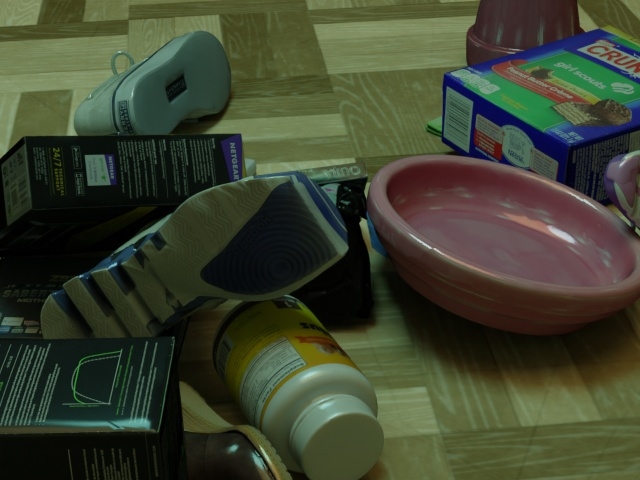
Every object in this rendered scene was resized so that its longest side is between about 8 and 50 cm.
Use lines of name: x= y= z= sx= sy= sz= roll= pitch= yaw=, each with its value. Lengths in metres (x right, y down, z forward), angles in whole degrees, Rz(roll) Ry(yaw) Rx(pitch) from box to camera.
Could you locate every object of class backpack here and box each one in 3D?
backpack: x=0.000 y=0.000 z=1.585 sx=0.115 sy=0.152 sz=0.182 roll=-5 pitch=22 yaw=2

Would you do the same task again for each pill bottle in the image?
pill bottle: x=-0.020 y=0.146 z=1.328 sx=0.117 sy=0.117 sz=0.215 roll=-12 pitch=30 yaw=-20

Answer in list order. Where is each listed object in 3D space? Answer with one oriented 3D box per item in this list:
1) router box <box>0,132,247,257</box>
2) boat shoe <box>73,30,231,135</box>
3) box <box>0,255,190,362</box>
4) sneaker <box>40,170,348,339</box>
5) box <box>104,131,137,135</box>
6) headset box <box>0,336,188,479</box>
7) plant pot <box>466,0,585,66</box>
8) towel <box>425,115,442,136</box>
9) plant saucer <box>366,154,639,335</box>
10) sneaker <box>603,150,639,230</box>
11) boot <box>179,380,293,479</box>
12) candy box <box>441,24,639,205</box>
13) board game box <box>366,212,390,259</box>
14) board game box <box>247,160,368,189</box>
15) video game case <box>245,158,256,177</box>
router box: x=-0.253 y=-0.047 z=1.534 sx=0.242 sy=0.081 sz=0.309 roll=-3 pitch=-9 yaw=-28
boat shoe: x=-0.259 y=-0.212 z=2.008 sx=0.156 sy=0.136 sz=0.367 roll=-7 pitch=21 yaw=22
box: x=-0.265 y=0.084 z=1.518 sx=0.232 sy=0.059 sz=0.183 roll=1 pitch=27 yaw=4
sneaker: x=-0.125 y=0.011 z=1.384 sx=0.315 sy=0.127 sz=0.182 roll=-26 pitch=12 yaw=17
box: x=-0.252 y=-0.092 z=1.638 sx=0.225 sy=0.037 sz=0.136 roll=-11 pitch=-9 yaw=32
headset box: x=-0.251 y=0.214 z=1.079 sx=0.283 sy=0.246 sz=0.131 roll=-2 pitch=29 yaw=1
plant pot: x=0.340 y=-0.375 z=2.223 sx=0.201 sy=0.180 sz=0.201 roll=0 pitch=28 yaw=0
towel: x=0.246 y=-0.179 z=2.026 sx=0.152 sy=0.023 sz=0.113 roll=-24 pitch=35 yaw=-36
plant saucer: x=0.208 y=0.008 z=1.553 sx=0.332 sy=0.084 sz=0.332 roll=13 pitch=26 yaw=-6
sneaker: x=0.403 y=-0.045 z=1.641 sx=0.236 sy=0.095 sz=0.104 roll=20 pitch=-5 yaw=-42
boot: x=-0.154 y=0.233 z=1.232 sx=0.206 sy=0.090 sz=0.248 roll=-28 pitch=36 yaw=-26
candy box: x=0.373 y=-0.173 z=1.895 sx=0.317 sy=0.122 sz=0.268 roll=-18 pitch=36 yaw=-29
board game box: x=0.113 y=0.015 z=1.629 sx=0.133 sy=0.033 sz=0.169 roll=16 pitch=25 yaw=-13
board game box: x=-0.040 y=-0.046 z=1.690 sx=0.186 sy=0.126 sz=0.026 roll=-8 pitch=63 yaw=-11
video game case: x=-0.222 y=-0.078 z=1.857 sx=0.212 sy=0.023 sz=0.193 roll=9 pitch=30 yaw=19
